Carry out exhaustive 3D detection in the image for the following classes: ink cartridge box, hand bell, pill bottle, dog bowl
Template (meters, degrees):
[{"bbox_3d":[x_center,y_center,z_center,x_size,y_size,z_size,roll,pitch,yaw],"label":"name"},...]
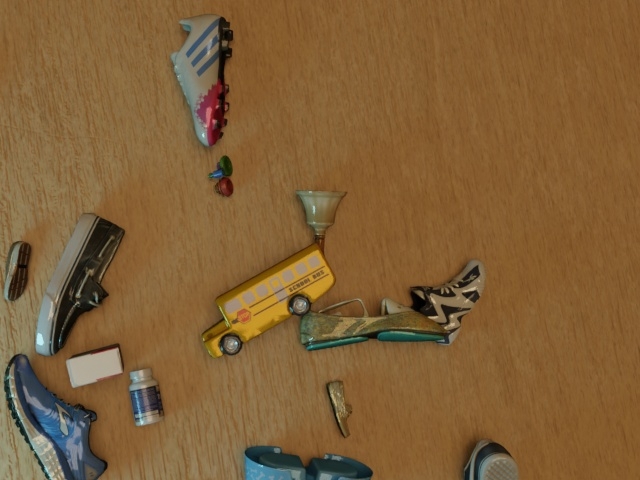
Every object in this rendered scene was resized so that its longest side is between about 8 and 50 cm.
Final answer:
[{"bbox_3d":[-0.487,0.270,1.679,0.109,0.150,0.063,-14,89,-14],"label":"ink cartridge box"},{"bbox_3d":[0.000,0.000,1.868,0.126,0.126,0.242,0,94,-12],"label":"hand bell"},{"bbox_3d":[-0.393,0.350,1.730,0.067,0.067,0.120,-11,84,-14],"label":"pill bottle"},{"bbox_3d":[-0.031,0.533,1.738,0.297,0.166,0.074,10,91,-11],"label":"dog bowl"}]

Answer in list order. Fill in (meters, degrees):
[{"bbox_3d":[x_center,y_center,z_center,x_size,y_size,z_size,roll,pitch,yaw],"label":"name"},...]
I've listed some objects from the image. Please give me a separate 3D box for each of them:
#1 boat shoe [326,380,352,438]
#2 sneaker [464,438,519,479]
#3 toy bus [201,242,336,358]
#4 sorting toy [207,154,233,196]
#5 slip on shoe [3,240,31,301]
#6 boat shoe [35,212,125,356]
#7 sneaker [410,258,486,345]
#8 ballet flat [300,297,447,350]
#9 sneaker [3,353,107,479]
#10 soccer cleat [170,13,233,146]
[{"bbox_3d":[0.053,0.399,1.829,0.045,0.050,0.135,-15,85,-9],"label":"boat shoe"},{"bbox_3d":[0.407,0.629,1.844,0.126,0.127,0.321,3,105,-6],"label":"sneaker"},{"bbox_3d":[-0.125,0.141,1.772,0.332,0.108,0.130,-29,92,-4],"label":"toy bus"},{"bbox_3d":[-0.241,-0.154,1.855,0.042,0.061,0.102,-11,74,20],"label":"sorting toy"},{"bbox_3d":[-0.685,0.067,1.725,0.041,0.051,0.135,7,87,29],"label":"slip on shoe"},{"bbox_3d":[-0.528,0.102,1.710,0.119,0.121,0.335,18,76,-5],"label":"boat shoe"},{"bbox_3d":[0.301,0.124,1.903,0.153,0.094,0.235,32,86,-15],"label":"sneaker"},{"bbox_3d":[0.124,0.191,1.825,0.348,0.123,0.123,-5,82,1],"label":"ballet flat"},{"bbox_3d":[-0.572,0.388,1.671,0.147,0.129,0.330,-29,92,-29],"label":"sneaker"},{"bbox_3d":[-0.293,-0.385,1.856,0.143,0.116,0.331,3,78,4],"label":"soccer cleat"}]
